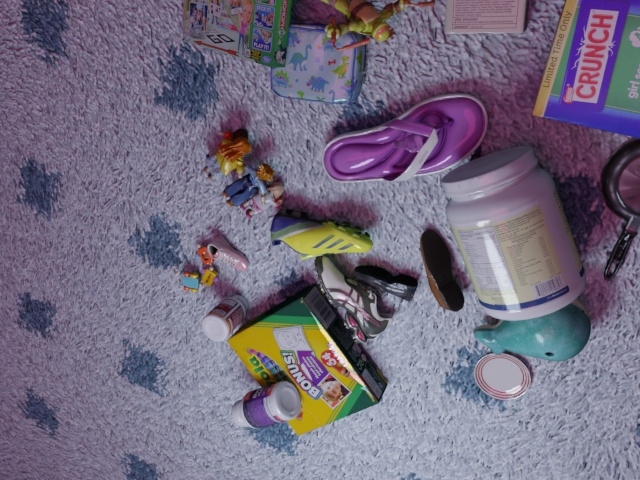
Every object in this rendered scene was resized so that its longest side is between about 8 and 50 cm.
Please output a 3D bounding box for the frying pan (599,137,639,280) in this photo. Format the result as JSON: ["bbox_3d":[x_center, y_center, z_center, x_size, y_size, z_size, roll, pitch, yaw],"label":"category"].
[{"bbox_3d":[0.659,-0.076,1.286,0.197,0.053,0.326,39,117,5],"label":"frying pan"}]

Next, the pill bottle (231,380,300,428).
[{"bbox_3d":[-0.159,0.472,1.707,0.193,0.108,0.108,-26,99,34],"label":"pill bottle"}]

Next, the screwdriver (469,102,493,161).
[{"bbox_3d":[0.361,-0.227,1.361,0.025,0.024,0.170,3,114,-9],"label":"screwdriver"}]

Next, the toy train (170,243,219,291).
[{"bbox_3d":[-0.359,0.081,1.783,0.166,0.046,0.125,-29,97,27],"label":"toy train"}]

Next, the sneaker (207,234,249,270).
[{"bbox_3d":[-0.268,0.047,1.714,0.134,0.070,0.051,44,119,0],"label":"sneaker"}]

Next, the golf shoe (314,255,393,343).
[{"bbox_3d":[0.083,0.140,1.601,0.120,0.105,0.273,-31,103,14],"label":"golf shoe"}]

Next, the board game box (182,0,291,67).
[{"bbox_3d":[-0.200,-0.543,1.399,0.317,0.046,0.214,25,120,32],"label":"board game box"}]

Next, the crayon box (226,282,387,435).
[{"bbox_3d":[-0.041,0.349,1.722,0.313,0.106,0.363,-33,96,30],"label":"crayon box"}]

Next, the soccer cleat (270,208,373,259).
[{"bbox_3d":[0.000,0.000,1.558,0.289,0.093,0.121,15,97,24],"label":"soccer cleat"}]

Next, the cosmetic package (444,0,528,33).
[{"bbox_3d":[0.335,-0.569,1.176,0.160,0.113,0.310,8,113,20],"label":"cosmetic package"}]

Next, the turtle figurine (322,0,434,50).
[{"bbox_3d":[0.093,-0.497,1.291,0.217,0.269,0.087,52,161,19],"label":"turtle figurine"}]

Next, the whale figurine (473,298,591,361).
[{"bbox_3d":[0.493,0.224,1.414,0.216,0.141,0.272,41,134,-24],"label":"whale figurine"}]

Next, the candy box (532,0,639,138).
[{"bbox_3d":[0.603,-0.346,1.150,0.317,0.122,0.268,17,117,17],"label":"candy box"}]

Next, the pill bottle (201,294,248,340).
[{"bbox_3d":[-0.271,0.219,1.738,0.086,0.152,0.086,9,114,20],"label":"pill bottle"}]

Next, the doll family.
[{"bbox_3d":[-0.202,-0.172,1.565,0.163,0.118,0.263,-32,96,30],"label":"doll family"}]

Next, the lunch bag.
[{"bbox_3d":[-0.005,-0.414,1.397,0.218,0.090,0.176,11,115,19],"label":"lunch bag"}]

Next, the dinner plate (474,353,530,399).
[{"bbox_3d":[0.471,0.350,1.557,0.141,0.017,0.141,8,113,20],"label":"dinner plate"}]

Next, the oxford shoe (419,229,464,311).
[{"bbox_3d":[0.285,0.077,1.497,0.076,0.076,0.212,-9,100,67],"label":"oxford shoe"}]

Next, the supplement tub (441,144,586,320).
[{"bbox_3d":[0.412,-0.018,1.302,0.235,0.235,0.325,-17,103,28],"label":"supplement tub"}]

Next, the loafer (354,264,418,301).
[{"bbox_3d":[0.165,0.113,1.564,0.170,0.062,0.061,19,122,16],"label":"loafer"}]

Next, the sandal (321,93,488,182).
[{"bbox_3d":[0.184,-0.209,1.394,0.416,0.102,0.169,-16,104,29],"label":"sandal"}]
